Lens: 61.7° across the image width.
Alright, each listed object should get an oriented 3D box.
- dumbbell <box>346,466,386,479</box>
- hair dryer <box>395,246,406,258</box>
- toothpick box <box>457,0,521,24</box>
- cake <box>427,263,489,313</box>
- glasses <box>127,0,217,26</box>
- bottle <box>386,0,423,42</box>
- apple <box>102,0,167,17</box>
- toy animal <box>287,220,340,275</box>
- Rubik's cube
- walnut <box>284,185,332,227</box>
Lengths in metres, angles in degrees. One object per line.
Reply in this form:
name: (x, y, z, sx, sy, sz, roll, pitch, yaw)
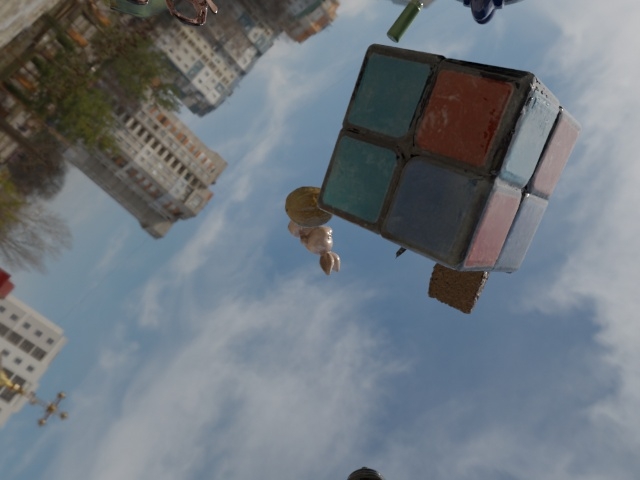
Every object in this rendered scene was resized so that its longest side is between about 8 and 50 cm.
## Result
dumbbell: (0.084, 0.483, 0.951, 0.099, 0.099, 0.208, -37, -165, 14)
hair dryer: (0.292, -0.043, 1.326, 0.272, 0.091, 0.235, -50, -144, 4)
toothpick box: (0.266, -0.507, 0.795, 0.263, 0.355, 0.263, -4, -119, 8)
cake: (0.354, 0.083, 1.330, 0.134, 0.135, 0.147, 27, -152, 26)
glasses: (-0.267, -0.473, 0.899, 0.095, 0.255, 0.162, -28, -112, 35)
bottle: (0.164, -0.426, 1.039, 0.083, 0.030, 0.030, -53, -155, 9)
apple: (-0.388, -0.571, 1.092, 0.174, 0.207, 0.188, -65, 180, -50)
toy animal: (0.001, -0.001, 1.656, 0.124, 0.212, 0.124, -45, 176, -4)
Rubik's cube: (0.231, -0.138, 0.974, 0.316, 0.313, 0.318, 26, -77, 36)
walnut: (-0.022, -0.079, 1.255, 0.124, 0.105, 0.105, -12, -155, -11)
